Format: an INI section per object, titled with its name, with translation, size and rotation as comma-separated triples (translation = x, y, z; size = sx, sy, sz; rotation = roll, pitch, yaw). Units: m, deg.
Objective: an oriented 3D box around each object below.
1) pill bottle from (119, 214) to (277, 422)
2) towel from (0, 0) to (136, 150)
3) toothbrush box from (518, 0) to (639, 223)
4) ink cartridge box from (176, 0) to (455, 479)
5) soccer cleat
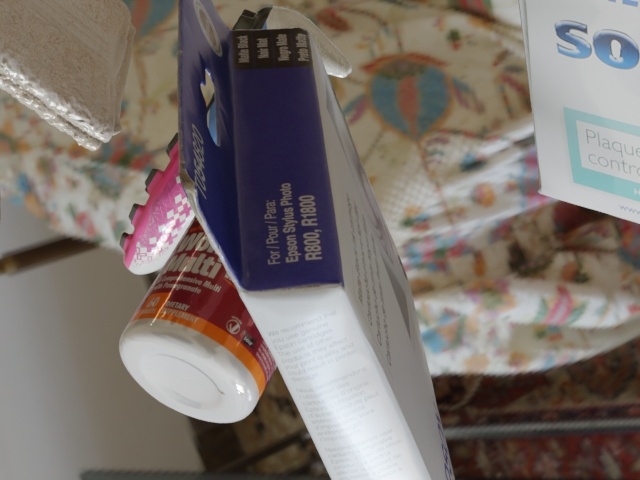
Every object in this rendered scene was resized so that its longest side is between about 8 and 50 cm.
[pill bottle]
translation = -0.064, 0.030, 1.273
size = 0.121, 0.221, 0.121
rotation = 20, 147, 14
[towel]
translation = -0.296, -0.227, 1.529
size = 0.049, 0.282, 0.187
rotation = -25, 46, 34
[toothbrush box]
translation = 0.240, -0.116, 0.563
size = 0.216, 0.295, 0.126
rotation = 19, 137, 35
[ink cartridge box]
translation = 0.000, 0.000, 0.694
size = 0.223, 0.045, 0.224
rotation = -98, -14, -55
[soccer cleat]
translation = -0.087, -0.082, 1.612
size = 0.143, 0.116, 0.331
rotation = 30, 108, -4
